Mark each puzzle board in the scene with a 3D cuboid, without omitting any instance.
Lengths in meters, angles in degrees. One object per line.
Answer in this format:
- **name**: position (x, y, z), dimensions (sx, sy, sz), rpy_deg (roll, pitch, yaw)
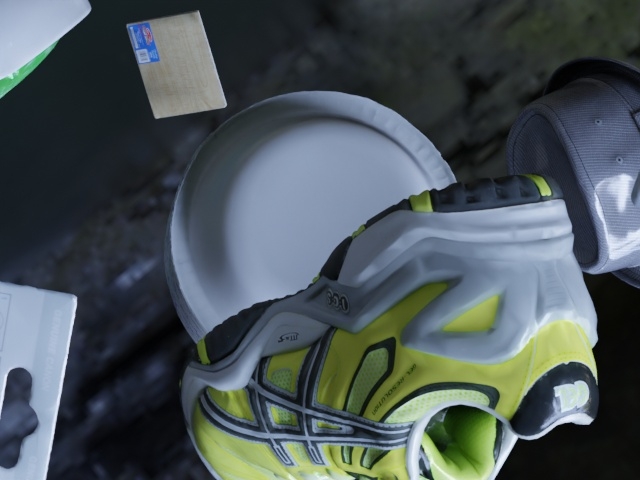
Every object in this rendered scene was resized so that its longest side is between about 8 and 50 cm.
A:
- **puzzle board**: position (-0.177, -0.216, 2.343), dimensions (0.096, 0.128, 0.011), rpy_deg (-8, -156, 19)

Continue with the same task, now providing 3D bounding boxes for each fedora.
- **fedora**: position (0.292, -0.059, 2.029), dimensions (0.124, 0.275, 0.244), rpy_deg (-19, 171, -31)

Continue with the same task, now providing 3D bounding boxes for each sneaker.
- **sneaker**: position (0.027, 0.098, 1.141), dimensions (0.145, 0.147, 0.385), rpy_deg (-7, 160, -29)

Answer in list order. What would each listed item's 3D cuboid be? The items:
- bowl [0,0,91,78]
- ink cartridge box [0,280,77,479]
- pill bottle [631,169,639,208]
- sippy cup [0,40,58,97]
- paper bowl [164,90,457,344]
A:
- **bowl**: position (-0.213, -0.118, 1.070), dimensions (0.142, 0.053, 0.142), rpy_deg (-13, -161, 25)
- **ink cartridge box**: position (-0.469, 0.148, 2.048), dimensions (0.091, 0.385, 0.308), rpy_deg (-88, -170, -73)
- **pill bottle**: position (0.356, -0.041, 1.560), dimensions (0.103, 0.184, 0.103), rpy_deg (23, 90, -80)
- **sippy cup**: position (-0.411, -0.235, 1.879), dimensions (0.305, 0.224, 0.240), rpy_deg (-31, -158, 9)
- **paper bowl**: position (0.000, 0.000, 1.767), dimensions (0.284, 0.284, 0.148), rpy_deg (-40, 174, -16)
